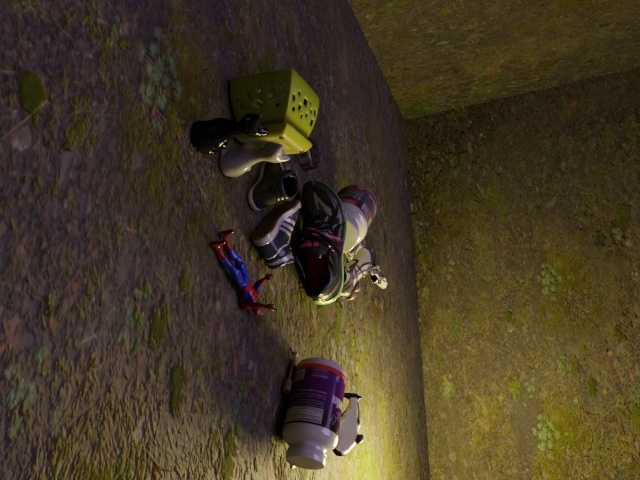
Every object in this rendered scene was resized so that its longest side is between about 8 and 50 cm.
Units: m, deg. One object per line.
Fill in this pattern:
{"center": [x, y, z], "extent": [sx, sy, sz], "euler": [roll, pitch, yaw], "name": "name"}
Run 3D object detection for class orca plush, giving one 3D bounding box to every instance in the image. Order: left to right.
{"center": [0.090, 0.761, 1.952], "extent": [0.151, 0.102, 0.287], "euler": [21, 37, -14], "name": "orca plush"}

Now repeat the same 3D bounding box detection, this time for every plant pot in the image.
{"center": [-0.147, -0.396, 1.536], "extent": [0.227, 0.228, 0.207], "euler": [22, 68, -66], "name": "plant pot"}

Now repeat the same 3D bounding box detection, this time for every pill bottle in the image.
{"center": [-0.020, 0.564, 1.565], "extent": [0.182, 0.181, 0.323], "euler": [61, 30, -42], "name": "pill bottle"}
{"center": [0.119, -0.095, 2.094], "extent": [0.363, 0.210, 0.210], "euler": [-56, 134, -60], "name": "pill bottle"}

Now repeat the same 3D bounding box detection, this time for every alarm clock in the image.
{"center": [-0.054, -0.356, 1.962], "extent": [0.192, 0.064, 0.130], "euler": [-21, 103, -64], "name": "alarm clock"}

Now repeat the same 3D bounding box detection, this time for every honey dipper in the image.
{"center": [-0.100, 0.444, 1.621], "extent": [0.161, 0.030, 0.031], "euler": [-77, 150, -51], "name": "honey dipper"}

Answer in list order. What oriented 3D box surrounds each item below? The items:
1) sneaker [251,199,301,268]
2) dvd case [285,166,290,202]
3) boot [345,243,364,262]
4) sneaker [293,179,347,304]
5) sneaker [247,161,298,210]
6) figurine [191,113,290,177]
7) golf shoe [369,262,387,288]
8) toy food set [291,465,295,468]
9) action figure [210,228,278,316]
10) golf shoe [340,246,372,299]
{"center": [-0.125, -0.017, 1.609], "extent": [0.282, 0.099, 0.153], "euler": [-55, 128, -50], "name": "sneaker"}
{"center": [-0.121, -0.198, 1.749], "extent": [0.119, 0.013, 0.087], "euler": [89, 8, -53], "name": "dvd case"}
{"center": [0.170, 0.074, 2.318], "extent": [0.258, 0.095, 0.124], "euler": [18, 60, -67], "name": "boot"}
{"center": [0.000, 0.000, 1.809], "extent": [0.202, 0.185, 0.483], "euler": [17, 66, -71], "name": "sneaker"}
{"center": [-0.130, -0.210, 1.605], "extent": [0.296, 0.146, 0.105], "euler": [-73, 146, -49], "name": "sneaker"}
{"center": [-0.212, -0.267, 1.334], "extent": [0.215, 0.209, 0.093], "euler": [46, 42, -57], "name": "figurine"}
{"center": [0.315, 0.219, 2.681], "extent": [0.198, 0.077, 0.094], "euler": [57, 43, -34], "name": "golf shoe"}
{"center": [-0.077, 0.693, 1.597], "extent": [0.078, 0.019, 0.122], "euler": [26, 59, -64], "name": "toy food set"}
{"center": [-0.195, 0.105, 1.361], "extent": [0.091, 0.139, 0.281], "euler": [-63, 142, -53], "name": "action figure"}
{"center": [0.151, 0.134, 2.179], "extent": [0.120, 0.105, 0.273], "euler": [42, 61, -34], "name": "golf shoe"}
